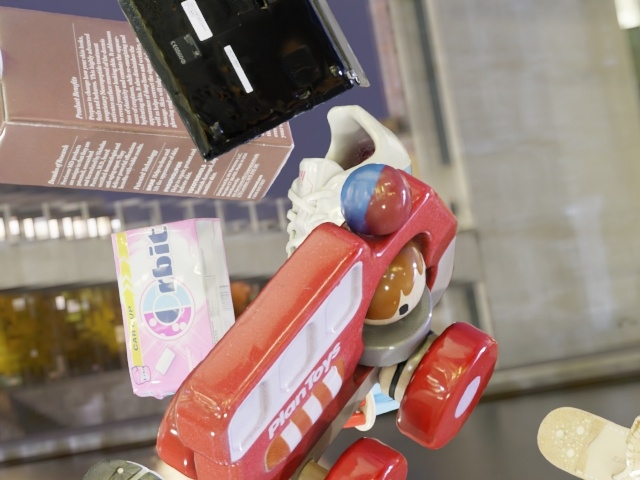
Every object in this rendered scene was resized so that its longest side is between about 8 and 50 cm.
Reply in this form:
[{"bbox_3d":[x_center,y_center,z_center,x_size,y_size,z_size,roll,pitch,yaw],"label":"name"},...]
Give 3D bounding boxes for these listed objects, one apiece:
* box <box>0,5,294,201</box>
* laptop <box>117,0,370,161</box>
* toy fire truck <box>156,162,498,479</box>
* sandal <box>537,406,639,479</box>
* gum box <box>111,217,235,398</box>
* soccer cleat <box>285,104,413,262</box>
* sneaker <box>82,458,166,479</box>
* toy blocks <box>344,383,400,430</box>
[{"bbox_3d":[-0.243,-0.171,1.988,0.381,0.191,0.143,5,-36,-25],"label":"box"},{"bbox_3d":[-0.076,-0.210,1.377,0.264,0.234,0.136,-30,2,-29],"label":"laptop"},{"bbox_3d":[0.011,0.074,1.104,0.302,0.169,0.254,-49,-21,-28],"label":"toy fire truck"},{"bbox_3d":[0.282,0.195,1.372,0.240,0.088,0.079,11,-11,44],"label":"sandal"},{"bbox_3d":[-0.156,0.076,1.682,0.107,0.188,0.062,-10,-3,25],"label":"gum box"},{"bbox_3d":[0.000,0.000,1.645,0.116,0.331,0.143,-6,-41,36],"label":"soccer cleat"},{"bbox_3d":[-0.172,0.395,1.829,0.130,0.330,0.147,-41,10,-14],"label":"sneaker"},{"bbox_3d":[0.003,0.124,1.444,0.148,0.123,0.054,-9,-13,-29],"label":"toy blocks"}]
